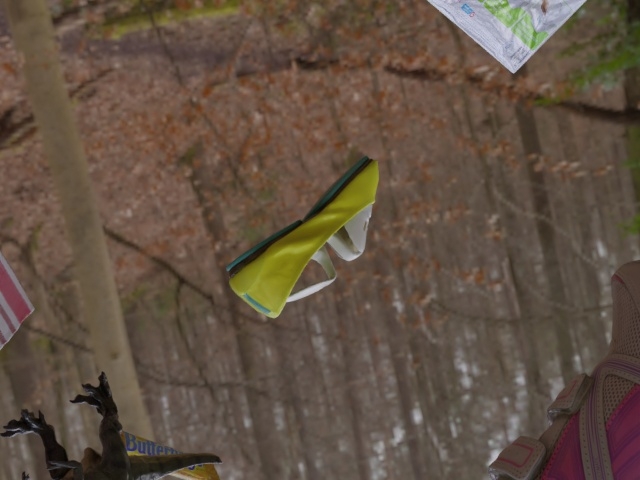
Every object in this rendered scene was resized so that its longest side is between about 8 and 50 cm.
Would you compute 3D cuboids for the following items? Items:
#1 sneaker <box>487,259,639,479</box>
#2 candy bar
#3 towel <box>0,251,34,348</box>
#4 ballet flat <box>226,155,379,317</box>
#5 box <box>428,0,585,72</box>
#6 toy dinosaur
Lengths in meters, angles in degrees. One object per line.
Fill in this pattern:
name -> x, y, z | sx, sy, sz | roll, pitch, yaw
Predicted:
sneaker -> 0.135, 0.117, 0.543 | 0.111, 0.252, 0.103 | 5, 147, 19
candy bar -> -0.166, 0.234, 1.172 | 0.018, 0.040, 0.161 | -42, 137, 14
towel -> -0.301, 0.050, 0.810 | 0.029, 0.144, 0.197 | -12, -153, 26
ballet flat -> 0.000, 0.000, 1.094 | 0.231, 0.077, 0.077 | -40, 179, -39
box -> 0.235, -0.363, 1.341 | 0.231, 0.127, 0.262 | -46, 147, 16
toy dinosaur -> -0.191, 0.181, 0.924 | 0.064, 0.118, 0.268 | -45, 166, 20
